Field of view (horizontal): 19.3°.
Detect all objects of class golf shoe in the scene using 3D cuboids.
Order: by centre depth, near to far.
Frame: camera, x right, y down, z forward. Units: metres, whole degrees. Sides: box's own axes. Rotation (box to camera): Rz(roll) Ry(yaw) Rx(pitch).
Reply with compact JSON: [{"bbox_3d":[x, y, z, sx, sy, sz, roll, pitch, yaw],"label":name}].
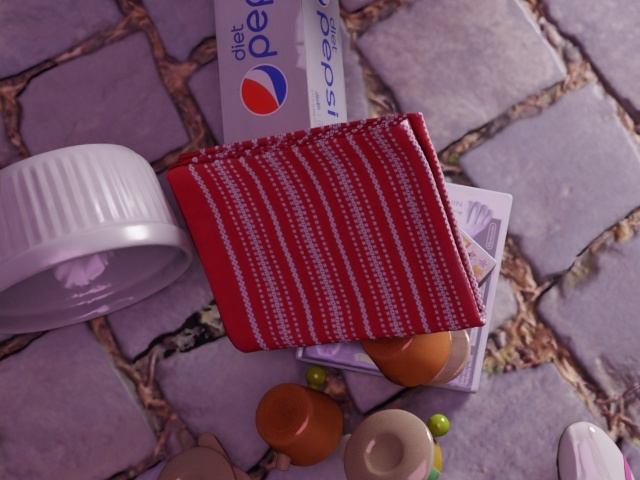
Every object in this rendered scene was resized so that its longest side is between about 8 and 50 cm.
[{"bbox_3d":[0.261,0.252,1.699,0.067,0.086,0.186,-15,83,2],"label":"golf shoe"}]

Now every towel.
[{"bbox_3d":[0.000,0.000,1.637,0.275,0.031,0.199,-8,108,37],"label":"towel"}]

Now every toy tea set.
[{"bbox_3d":[0.019,0.209,1.708,0.336,0.124,0.200,-41,56,7],"label":"toy tea set"}]

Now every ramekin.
[{"bbox_3d":[-0.228,-0.004,1.688,0.207,0.207,0.109,-20,75,0],"label":"ramekin"}]

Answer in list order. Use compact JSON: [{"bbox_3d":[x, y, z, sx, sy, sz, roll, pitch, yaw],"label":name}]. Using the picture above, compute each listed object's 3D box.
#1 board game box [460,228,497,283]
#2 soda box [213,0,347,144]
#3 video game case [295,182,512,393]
[{"bbox_3d":[0.107,0.002,1.672,0.103,0.154,0.026,43,87,5],"label":"board game box"},{"bbox_3d":[-0.037,-0.181,1.737,0.091,0.098,0.286,-7,84,22],"label":"soda box"},{"bbox_3d":[0.078,0.034,1.758,0.173,0.022,0.190,11,85,4],"label":"video game case"}]
